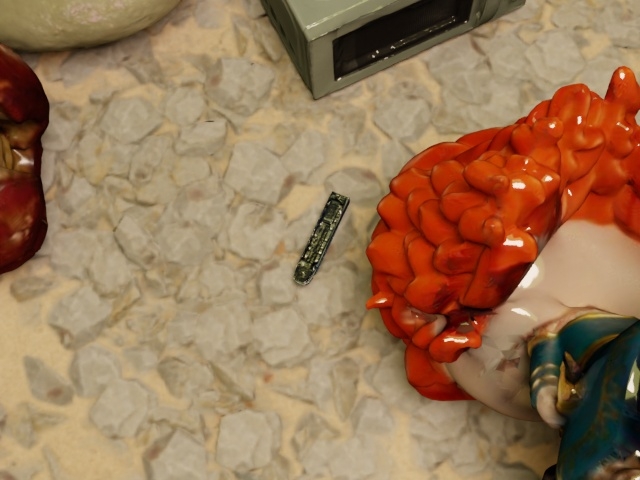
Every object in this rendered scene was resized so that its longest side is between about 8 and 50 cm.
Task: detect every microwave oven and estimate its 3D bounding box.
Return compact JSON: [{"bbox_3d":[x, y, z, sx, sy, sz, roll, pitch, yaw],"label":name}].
[{"bbox_3d":[0.054,-0.236,0.868,0.208,0.122,0.162,-25,74,-6],"label":"microwave oven"}]

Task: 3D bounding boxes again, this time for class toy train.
[{"bbox_3d":[0.000,0.000,0.857,0.017,0.017,0.083,23,76,11],"label":"toy train"}]

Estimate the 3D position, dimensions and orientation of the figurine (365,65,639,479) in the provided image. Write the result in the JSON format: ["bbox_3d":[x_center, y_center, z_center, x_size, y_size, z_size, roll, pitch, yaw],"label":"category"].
[{"bbox_3d":[0.172,0.081,0.653,0.241,0.306,0.411,-14,52,-6],"label":"figurine"}]

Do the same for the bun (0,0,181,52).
[{"bbox_3d":[-0.226,-0.337,0.841,0.365,0.219,0.365,-5,68,11],"label":"bun"}]

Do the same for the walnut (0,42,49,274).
[{"bbox_3d":[-0.330,-0.090,0.777,0.269,0.244,0.221,13,79,2],"label":"walnut"}]
